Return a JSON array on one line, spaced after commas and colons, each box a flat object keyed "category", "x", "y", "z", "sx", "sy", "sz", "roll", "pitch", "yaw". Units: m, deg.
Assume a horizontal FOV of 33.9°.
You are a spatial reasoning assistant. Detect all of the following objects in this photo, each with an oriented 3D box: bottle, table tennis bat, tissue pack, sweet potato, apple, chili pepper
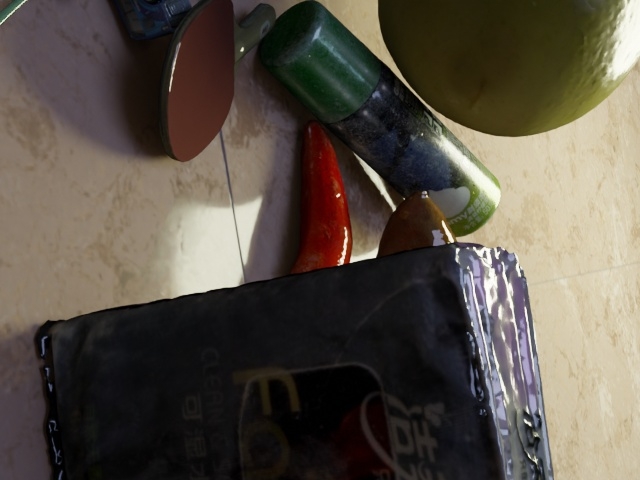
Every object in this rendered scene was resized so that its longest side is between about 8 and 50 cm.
[{"category": "bottle", "x": 0.072, "y": -0.126, "z": 1.143, "sx": 0.330, "sy": 0.093, "sz": 0.093, "roll": 39, "pitch": 50, "yaw": -35}, {"category": "table tennis bat", "x": -0.094, "y": -0.165, "z": 0.965, "sx": 0.246, "sy": 0.022, "sz": 0.138, "roll": -57, "pitch": 157, "yaw": -54}, {"category": "tissue pack", "x": -0.022, "y": 0.153, "z": 0.714, "sx": 0.122, "sy": 0.361, "sz": 0.260, "roll": -2, "pitch": 83, "yaw": -55}, {"category": "sweet potato", "x": 0.119, "y": 0.131, "z": 1.152, "sx": 0.109, "sy": 0.109, "sz": 0.386, "roll": -33, "pitch": 120, "yaw": -53}, {"category": "apple", "x": 0.207, "y": -0.261, "z": 1.098, "sx": 0.291, "sy": 0.254, "sz": 0.292, "roll": 7, "pitch": 59, "yaw": -11}, {"category": "chili pepper", "x": 0.000, "y": 0.000, "z": 1.058, "sx": 0.071, "sy": 0.063, "sz": 0.272, "roll": 46, "pitch": 42, "yaw": -55}]

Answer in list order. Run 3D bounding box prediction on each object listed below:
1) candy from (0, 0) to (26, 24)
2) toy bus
[{"category": "candy", "x": -0.230, "y": -0.182, "z": 0.803, "sx": 0.061, "sy": 0.061, "sz": 0.203, "roll": 55, "pitch": 49, "yaw": -29}, {"category": "toy bus", "x": -0.160, "y": -0.247, "z": 0.899, "sx": 0.051, "sy": 0.061, "sz": 0.153, "roll": -38, "pitch": 110, "yaw": -54}]
